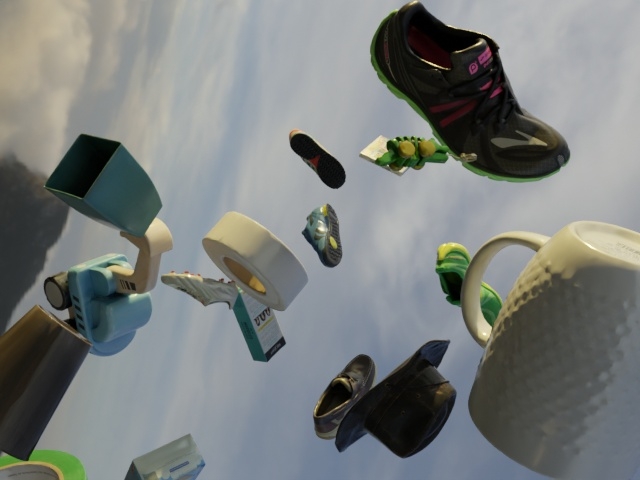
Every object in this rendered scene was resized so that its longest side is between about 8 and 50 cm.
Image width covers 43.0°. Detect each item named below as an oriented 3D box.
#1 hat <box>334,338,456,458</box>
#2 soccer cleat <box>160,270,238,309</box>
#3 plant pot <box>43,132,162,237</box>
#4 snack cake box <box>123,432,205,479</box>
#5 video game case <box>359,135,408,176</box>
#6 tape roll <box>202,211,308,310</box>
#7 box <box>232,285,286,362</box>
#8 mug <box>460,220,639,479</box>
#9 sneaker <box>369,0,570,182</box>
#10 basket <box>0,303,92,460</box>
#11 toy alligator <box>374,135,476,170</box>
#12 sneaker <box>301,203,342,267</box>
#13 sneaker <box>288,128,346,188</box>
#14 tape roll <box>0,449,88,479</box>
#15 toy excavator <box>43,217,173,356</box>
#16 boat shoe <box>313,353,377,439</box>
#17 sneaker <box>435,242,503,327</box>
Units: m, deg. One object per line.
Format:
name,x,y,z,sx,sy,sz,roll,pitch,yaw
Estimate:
hat,0.189,0.358,1.688,0.134,0.331,0.331,45,-47,22
soccer cleat,-0.300,0.123,2.014,0.068,0.196,0.076,153,-53,-70
plant pot,-0.512,-0.120,2.001,0.165,0.234,0.166,16,-112,37
snack cake box,-0.389,0.576,1.989,0.089,0.152,0.264,59,-30,18
video game case,0.211,-0.257,2.452,0.157,0.143,0.019,-44,156,-50
tape roll,-0.169,0.057,2.112,0.100,0.286,0.286,-51,-170,-19
box,-0.188,0.228,2.386,0.060,0.100,0.244,0,-62,38
mug,0.370,0.131,1.254,0.374,0.276,0.328,34,-60,41
sneaker,0.303,-0.296,1.648,0.185,0.482,0.202,-49,175,-24
basket,-0.532,0.243,1.466,0.227,0.204,0.154,-53,168,-11
toy alligator,0.176,-0.155,1.387,0.056,0.189,0.051,125,-44,-61
sneaker,0.000,0.000,1.925,0.082,0.069,0.209,-26,-143,18
sneaker,-0.007,-0.177,1.710,0.057,0.161,0.075,-43,-153,10
tape roll,-0.593,0.519,1.531,0.321,0.321,0.077,-132,-150,-68
toy excavator,-0.561,0.134,2.289,0.445,0.222,0.433,7,-70,37
boat shoe,0.068,0.411,2.224,0.285,0.102,0.092,-50,141,-35
sneaker,0.378,0.141,2.132,0.109,0.295,0.123,-14,-145,43
